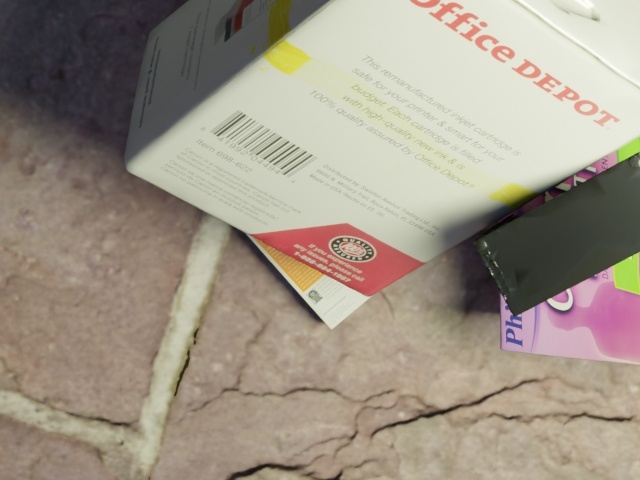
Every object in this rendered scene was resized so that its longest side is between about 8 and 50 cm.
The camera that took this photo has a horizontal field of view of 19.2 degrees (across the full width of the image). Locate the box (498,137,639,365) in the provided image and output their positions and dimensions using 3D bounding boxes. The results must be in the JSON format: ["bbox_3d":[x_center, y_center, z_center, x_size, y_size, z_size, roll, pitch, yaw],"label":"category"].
[{"bbox_3d":[0.291,-0.006,1.694,0.243,0.117,0.213,5,106,27],"label":"box"}]

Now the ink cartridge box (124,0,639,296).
[{"bbox_3d":[0.065,-0.141,1.557,0.279,0.160,0.385,30,139,-28],"label":"ink cartridge box"}]

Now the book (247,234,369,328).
[{"bbox_3d":[0.000,0.000,1.790,0.096,0.035,0.144,-39,101,7],"label":"book"}]

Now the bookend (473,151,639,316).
[{"bbox_3d":[0.226,-0.014,1.583,0.157,0.156,0.072,-29,89,19],"label":"bookend"}]
